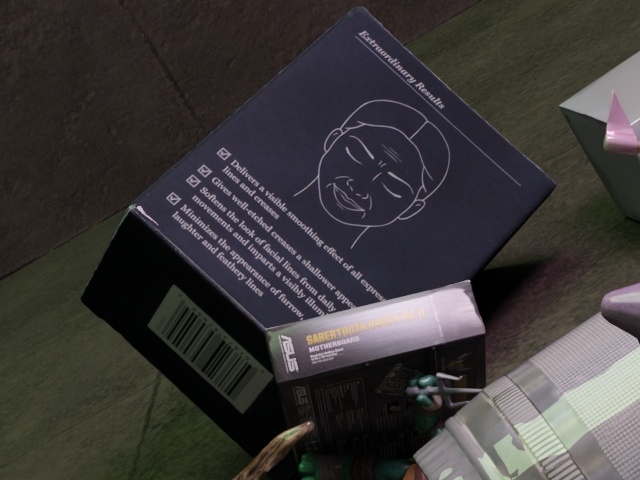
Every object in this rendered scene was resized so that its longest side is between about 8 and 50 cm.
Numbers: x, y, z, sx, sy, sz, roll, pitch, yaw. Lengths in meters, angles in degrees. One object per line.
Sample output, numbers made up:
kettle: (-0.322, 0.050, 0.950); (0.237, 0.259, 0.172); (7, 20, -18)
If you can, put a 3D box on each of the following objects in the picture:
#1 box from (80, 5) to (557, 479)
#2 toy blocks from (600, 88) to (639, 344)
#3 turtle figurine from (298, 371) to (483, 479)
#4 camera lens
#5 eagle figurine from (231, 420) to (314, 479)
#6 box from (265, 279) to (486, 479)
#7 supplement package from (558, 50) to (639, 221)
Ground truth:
box: (0.000, 0.000, 1.971); (0.395, 0.293, 0.212); (-44, -6, -35)
toy blocks: (0.279, 0.071, 1.067); (0.260, 0.289, 0.309); (5, -9, -1)
turtle figurine: (0.092, 0.214, 1.610); (0.234, 0.118, 0.175); (-22, 60, 38)
camera lens: (0.231, 0.156, 1.308); (0.274, 0.219, 0.219); (-33, 16, -2)
eagle figurine: (-0.070, 0.327, 1.522); (0.298, 0.225, 0.226); (-110, 31, -42)
box: (0.054, 0.130, 1.673); (0.183, 0.231, 0.056); (-14, 61, -2)
supplement package: (0.393, -0.124, 1.947); (0.203, 0.149, 0.194); (-34, 16, -4)
